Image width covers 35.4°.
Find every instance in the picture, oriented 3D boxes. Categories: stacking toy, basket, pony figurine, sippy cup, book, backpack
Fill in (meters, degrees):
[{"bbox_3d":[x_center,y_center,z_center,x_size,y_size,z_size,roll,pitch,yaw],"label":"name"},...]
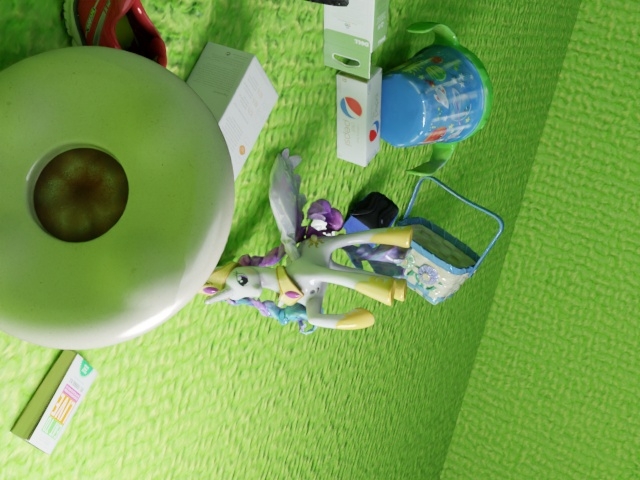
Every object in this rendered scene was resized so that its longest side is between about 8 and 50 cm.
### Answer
[{"bbox_3d":[-0.265,-0.020,1.326,0.480,0.351,0.350,79,35,-80],"label":"stacking toy"},{"bbox_3d":[0.318,0.007,2.633,0.201,0.255,0.289,-12,132,-61],"label":"basket"},{"bbox_3d":[-0.019,0.031,1.858,0.351,0.363,0.303,-65,156,-54],"label":"pony figurine"},{"bbox_3d":[0.227,-0.310,2.228,0.224,0.305,0.240,-24,175,-46],"label":"sippy cup"},{"bbox_3d":[-0.396,0.244,1.512,0.144,0.035,0.096,-63,161,-19],"label":"book"},{"bbox_3d":[0.116,-0.051,2.337,0.120,0.098,0.101,-51,-179,-37],"label":"backpack"}]

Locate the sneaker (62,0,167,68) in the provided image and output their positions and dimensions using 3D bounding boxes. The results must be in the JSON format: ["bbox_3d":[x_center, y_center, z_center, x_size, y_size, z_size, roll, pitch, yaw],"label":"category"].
[{"bbox_3d":[-0.252,-0.226,1.318,0.107,0.118,0.279,-56,154,-29],"label":"sneaker"}]

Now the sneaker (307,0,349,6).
[{"bbox_3d":[-0.012,-0.480,1.674,0.283,0.107,0.124,14,90,-67],"label":"sneaker"}]

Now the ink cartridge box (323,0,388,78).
[{"bbox_3d":[0.066,-0.421,1.885,0.062,0.109,0.209,-46,148,-42],"label":"ink cartridge box"}]

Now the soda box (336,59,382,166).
[{"bbox_3d":[0.080,-0.265,2.094,0.069,0.074,0.216,-50,151,-40],"label":"soda box"}]

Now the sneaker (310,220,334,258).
[{"bbox_3d":[0.000,0.000,2.188,0.065,0.061,0.158,-85,179,-54],"label":"sneaker"}]

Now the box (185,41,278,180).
[{"bbox_3d":[-0.157,-0.202,1.588,0.170,0.091,0.130,-64,157,-14],"label":"box"}]
